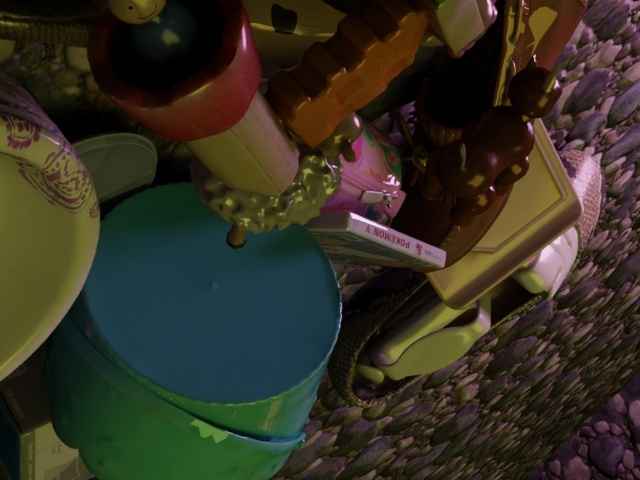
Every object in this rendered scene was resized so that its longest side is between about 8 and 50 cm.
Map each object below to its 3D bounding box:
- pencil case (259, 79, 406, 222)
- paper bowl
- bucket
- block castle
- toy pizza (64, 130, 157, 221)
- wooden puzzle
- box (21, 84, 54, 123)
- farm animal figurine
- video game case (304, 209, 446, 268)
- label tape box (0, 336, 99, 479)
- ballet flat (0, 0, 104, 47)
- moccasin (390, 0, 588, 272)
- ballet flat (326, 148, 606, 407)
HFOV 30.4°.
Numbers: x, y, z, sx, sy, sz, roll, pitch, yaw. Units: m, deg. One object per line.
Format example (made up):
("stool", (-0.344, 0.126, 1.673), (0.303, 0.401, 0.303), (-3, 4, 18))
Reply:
("pencil case", (-0.015, -0.091, 1.139), (0.124, 0.124, 0.284), (-43, 152, 11))
("paper bowl", (-0.294, -0.006, 0.738), (0.284, 0.148, 0.284), (-30, 150, -19))
("bucket", (-0.119, 0.092, 1.111), (0.281, 0.281, 0.183), (-21, 154, -31))
("block castle", (0.017, -0.277, 0.684), (0.453, 0.303, 0.213), (-39, 153, -1))
("toy pizza", (-0.234, -0.034, 1.039), (0.201, 0.032, 0.201), (-34, 164, -11))
("wooden puzzle", (0.193, -0.057, 1.447), (0.221, 0.044, 0.239), (-37, 124, -2))
("box", (-0.371, -0.051, 0.819), (0.293, 0.073, 0.295), (-38, 154, 3))
("farm animal figurine", (0.030, -0.178, 0.876), (0.326, 0.330, 0.172), (-11, 152, -21))
("video game case", (0.000, 0.000, 1.231), (0.183, 0.201, 0.023), (20, 74, -51))
("label tape box", (-0.208, 0.174, 1.335), (0.333, 0.106, 0.241), (-22, 150, -29))
("ballet flat", (-0.194, -0.162, 0.858), (0.250, 0.084, 0.058), (-9, 141, -53))
("moccasin", (0.153, -0.128, 1.256), (0.147, 0.139, 0.380), (-4, 133, -36))
("ballet flat", (0.214, 0.071, 1.595), (0.483, 0.164, 0.182), (-39, -165, 5))
